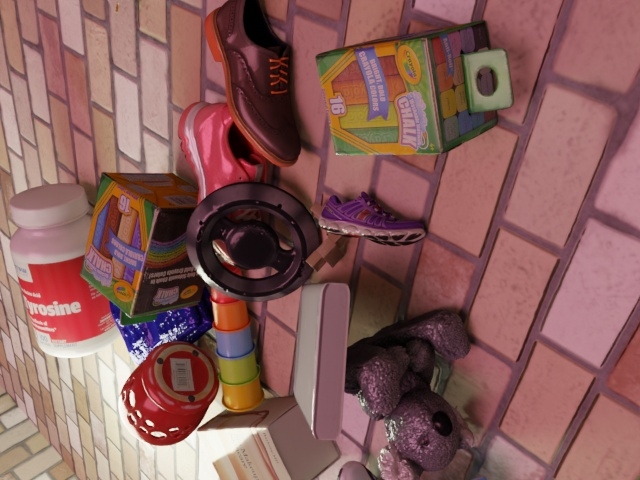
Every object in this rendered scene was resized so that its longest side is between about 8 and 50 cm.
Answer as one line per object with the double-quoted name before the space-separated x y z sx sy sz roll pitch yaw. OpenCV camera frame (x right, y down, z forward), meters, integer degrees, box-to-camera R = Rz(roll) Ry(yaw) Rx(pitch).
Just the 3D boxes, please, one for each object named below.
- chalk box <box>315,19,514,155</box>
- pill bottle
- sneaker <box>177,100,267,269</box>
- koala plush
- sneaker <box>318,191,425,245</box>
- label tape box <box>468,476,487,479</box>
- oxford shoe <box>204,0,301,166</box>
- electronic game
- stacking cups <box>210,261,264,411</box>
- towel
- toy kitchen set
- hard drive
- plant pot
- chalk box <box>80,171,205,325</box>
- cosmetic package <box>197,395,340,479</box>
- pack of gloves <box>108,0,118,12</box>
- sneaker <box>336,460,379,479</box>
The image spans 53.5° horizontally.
"chalk box" 0.123 -0.181 0.761 0.213 0.132 0.132 6 115 44
"pill bottle" -0.645 0.073 1.614 0.229 0.229 0.407 19 124 38
"sneaker" -0.148 -0.090 1.104 0.136 0.116 0.313 0 112 42
"koala plush" 0.136 0.246 0.955 0.221 0.196 0.203 62 151 -1
"sneaker" 0.075 -0.036 0.943 0.170 0.068 0.071 13 84 28
"label tape box" 0.159 0.521 1.025 0.115 0.249 0.347 -102 -1 -75
"oxford shoe" -0.089 -0.245 0.974 0.098 0.097 0.271 -21 95 43
"electronic game" -0.116 0.007 1.088 0.230 0.048 0.229 1 117 1
"stacking cups" -0.178 0.201 1.309 0.096 0.096 0.316 18 122 39
"towel" -0.373 0.158 1.455 0.308 0.076 0.227 -37 80 38
"toy kitchen set" 0.000 0.000 1.040 0.075 0.083 0.068 42 177 22
"hard drive" -0.004 0.167 0.973 0.307 0.040 0.202 146 128 -82
"plant pot" -0.320 0.326 1.381 0.191 0.191 0.174 52 130 12
"chalk box" -0.338 0.030 1.253 0.179 0.180 0.288 31 111 30
"cosmetic package" -0.118 0.428 1.344 0.296 0.129 0.153 -24 92 49
"pack of gloves" -0.385 -0.565 1.152 0.232 0.046 0.195 54 139 25
"sneaker" 0.136 0.504 1.154 0.153 0.094 0.234 -19 97 48
